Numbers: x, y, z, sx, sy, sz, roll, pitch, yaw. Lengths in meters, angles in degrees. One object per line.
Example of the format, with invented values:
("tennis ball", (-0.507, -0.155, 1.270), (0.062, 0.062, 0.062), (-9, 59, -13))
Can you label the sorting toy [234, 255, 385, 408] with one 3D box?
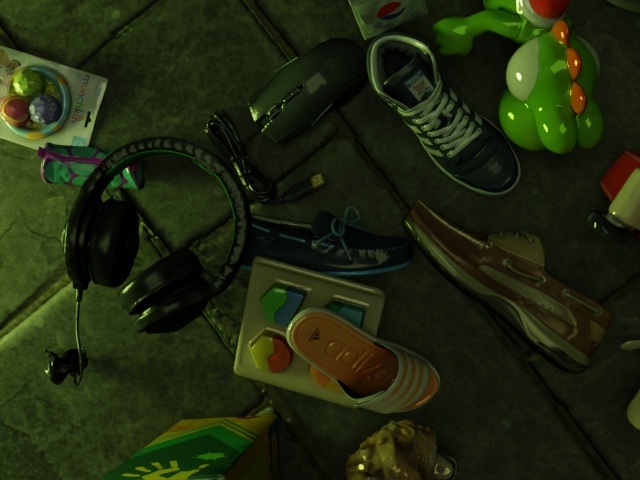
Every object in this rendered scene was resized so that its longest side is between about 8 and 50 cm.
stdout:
("sorting toy", (-0.020, 0.136, 1.338), (0.193, 0.038, 0.208), (15, 116, 8))

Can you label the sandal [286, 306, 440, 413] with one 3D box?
("sandal", (0.064, 0.182, 1.285), (0.265, 0.076, 0.102), (30, 103, -30))

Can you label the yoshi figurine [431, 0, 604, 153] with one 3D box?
("yoshi figurine", (0.272, -0.270, 1.273), (0.204, 0.203, 0.362), (-20, 74, 26))

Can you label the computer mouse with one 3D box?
("computer mouse", (-0.029, -0.168, 1.369), (0.262, 0.060, 0.184), (-31, 85, 8))

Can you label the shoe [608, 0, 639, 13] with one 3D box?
("shoe", (0.482, -0.349, 1.293), (0.178, 0.063, 0.081), (14, 91, 3))

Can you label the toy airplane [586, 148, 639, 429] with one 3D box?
("toy airplane", (0.550, 0.042, 1.176), (0.386, 0.272, 0.384), (-13, 73, 41))

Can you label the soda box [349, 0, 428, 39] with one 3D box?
("soda box", (0.053, -0.422, 1.293), (0.098, 0.091, 0.286), (-21, 65, 8))

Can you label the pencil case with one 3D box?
("pencil case", (-0.336, -0.111, 1.405), (0.152, 0.070, 0.064), (3, 73, 4))

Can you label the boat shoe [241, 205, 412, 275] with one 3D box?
("boat shoe", (0.000, 0.000, 1.339), (0.258, 0.109, 0.089), (0, 101, 6))

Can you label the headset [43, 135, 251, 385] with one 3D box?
("headset", (-0.262, 0.040, 1.355), (0.243, 0.185, 0.394), (37, 90, 4))

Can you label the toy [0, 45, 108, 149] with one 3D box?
("toy", (-0.458, -0.216, 1.436), (0.237, 0.056, 0.137), (18, 94, 8))

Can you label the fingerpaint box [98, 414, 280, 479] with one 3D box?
("fingerpaint box", (-0.147, 0.481, 1.229), (0.163, 0.371, 0.444), (-4, 90, 7))

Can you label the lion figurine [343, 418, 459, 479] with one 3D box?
("lion figurine", (0.038, 0.408, 1.240), (0.142, 0.240, 0.392), (38, 84, -1))

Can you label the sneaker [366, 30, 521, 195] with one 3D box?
("sneaker", (0.164, -0.172, 1.292), (0.099, 0.153, 0.282), (-43, 84, 7))

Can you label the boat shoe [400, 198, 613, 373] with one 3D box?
("boat shoe", (0.259, 0.045, 1.305), (0.324, 0.122, 0.120), (39, 90, -1))
